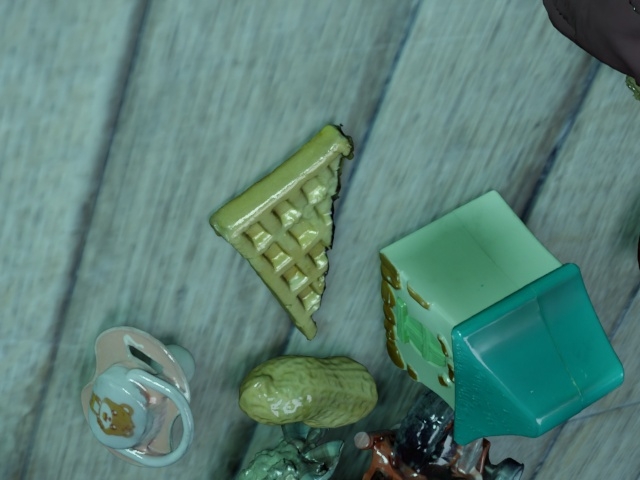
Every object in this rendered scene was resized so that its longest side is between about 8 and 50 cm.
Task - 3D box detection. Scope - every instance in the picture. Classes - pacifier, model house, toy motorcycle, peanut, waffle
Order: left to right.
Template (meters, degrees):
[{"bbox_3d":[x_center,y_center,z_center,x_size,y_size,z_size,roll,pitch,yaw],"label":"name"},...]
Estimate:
[{"bbox_3d":[-0.100,0.091,0.899,0.078,0.081,0.099,-40,157,-53],"label":"pacifier"},{"bbox_3d":[-0.008,0.102,1.002,0.113,0.054,0.054,7,125,-42],"label":"peanut"},{"bbox_3d":[0.000,0.000,0.920,0.097,0.023,0.153,-36,143,-2],"label":"waffle"},{"bbox_3d":[0.070,0.216,1.143,0.171,0.089,0.298,-40,154,-27],"label":"toy motorcycle"},{"bbox_3d":[0.119,0.066,0.990,0.100,0.149,0.127,-30,142,-18],"label":"model house"}]

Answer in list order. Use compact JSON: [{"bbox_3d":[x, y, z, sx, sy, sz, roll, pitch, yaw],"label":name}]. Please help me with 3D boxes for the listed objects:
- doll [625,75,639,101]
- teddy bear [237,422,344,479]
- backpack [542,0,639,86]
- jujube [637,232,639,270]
[{"bbox_3d":[0.277,-0.163,0.916,0.221,0.105,0.115,-46,137,14],"label":"doll"},{"bbox_3d":[-0.048,0.219,1.060,0.111,0.133,0.213,10,111,6],"label":"teddy bear"},{"bbox_3d":[0.217,-0.256,0.690,0.317,0.197,0.283,-40,143,-6],"label":"backpack"},{"bbox_3d":[0.282,-0.016,1.107,0.077,0.077,0.129,-7,128,-36],"label":"jujube"}]
